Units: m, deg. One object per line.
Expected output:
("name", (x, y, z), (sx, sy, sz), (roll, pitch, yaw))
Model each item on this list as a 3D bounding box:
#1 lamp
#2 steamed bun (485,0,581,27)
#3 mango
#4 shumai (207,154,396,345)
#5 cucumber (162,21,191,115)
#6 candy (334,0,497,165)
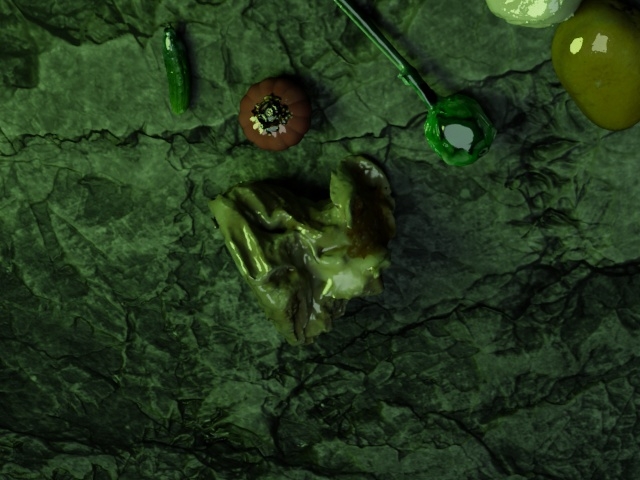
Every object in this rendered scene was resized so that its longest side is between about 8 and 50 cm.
("lamp", (-0.065, -0.182, 1.611), (0.107, 0.092, 0.108), (0, 92, 10))
("steamed bun", (0.276, -0.329, 1.410), (0.130, 0.091, 0.113), (13, 114, 40))
("mango", (0.376, -0.228, 1.466), (0.137, 0.098, 0.195), (-6, 132, 15))
("shumai", (0.000, 0.000, 1.707), (0.262, 0.267, 0.314), (-28, 151, -3))
("cucumber", (-0.208, -0.252, 1.628), (0.037, 0.037, 0.155), (5, 129, 10))
("candy", (0.119, -0.235, 1.547), (0.097, 0.097, 0.323), (-36, 103, 33))
